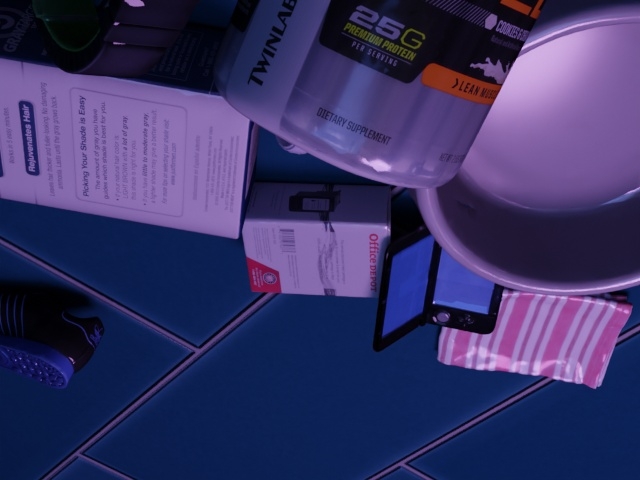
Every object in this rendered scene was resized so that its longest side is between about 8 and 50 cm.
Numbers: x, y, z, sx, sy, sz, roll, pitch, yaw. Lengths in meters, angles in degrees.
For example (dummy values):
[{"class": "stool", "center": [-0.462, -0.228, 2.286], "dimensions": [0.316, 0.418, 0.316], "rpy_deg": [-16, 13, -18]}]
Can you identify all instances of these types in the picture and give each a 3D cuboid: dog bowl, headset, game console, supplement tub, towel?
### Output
[{"class": "dog bowl", "center": [0.230, -0.091, 0.842], "dimensions": [0.349, 0.102, 0.348], "rpy_deg": [-1, 133, -1]}, {"class": "headset", "center": [-0.139, -0.277, 0.624], "dimensions": [0.185, 0.243, 0.394], "rpy_deg": [-1, 149, -34]}, {"class": "game console", "center": [0.128, 0.052, 1.020], "dimensions": [0.124, 0.085, 0.144], "rpy_deg": [11, 126, 9]}, {"class": "supplement tub", "center": [0.069, -0.210, 0.659], "dimensions": [0.194, 0.193, 0.316], "rpy_deg": [21, 108, -11]}, {"class": "towel", "center": [0.237, 0.104, 1.111], "dimensions": [0.197, 0.029, 0.144], "rpy_deg": [7, 134, 3]}]

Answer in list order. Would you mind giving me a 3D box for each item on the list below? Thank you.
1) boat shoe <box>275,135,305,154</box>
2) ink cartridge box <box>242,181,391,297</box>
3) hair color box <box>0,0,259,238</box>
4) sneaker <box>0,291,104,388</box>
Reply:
[{"class": "boat shoe", "center": [0.028, -0.173, 0.851], "dimensions": [0.076, 0.083, 0.226], "rpy_deg": [-2, 138, -33]}, {"class": "ink cartridge box", "center": [0.000, 0.000, 1.022], "dimensions": [0.151, 0.063, 0.109], "rpy_deg": [2, 134, 6]}, {"class": "hair color box", "center": [-0.231, -0.122, 0.911], "dimensions": [0.347, 0.105, 0.173], "rpy_deg": [10, 135, -1]}, {"class": "sneaker", "center": [-0.368, 0.099, 1.178], "dimensions": [0.232, 0.090, 0.081], "rpy_deg": [20, 139, 20]}]
